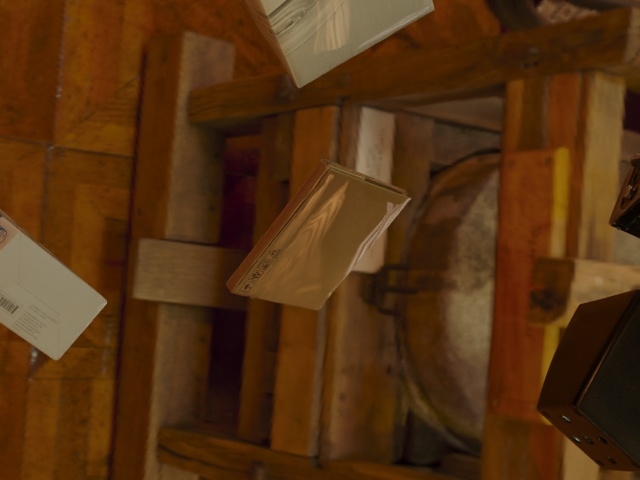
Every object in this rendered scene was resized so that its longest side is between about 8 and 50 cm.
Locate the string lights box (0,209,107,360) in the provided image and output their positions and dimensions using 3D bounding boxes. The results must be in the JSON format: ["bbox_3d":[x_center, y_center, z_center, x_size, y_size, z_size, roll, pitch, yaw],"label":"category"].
[{"bbox_3d":[-0.332,0.000,1.012,0.077,0.260,0.133,-50,140,-9],"label":"string lights box"}]

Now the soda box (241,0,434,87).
[{"bbox_3d":[-0.027,-0.210,0.515,0.098,0.091,0.286,-29,146,-2],"label":"soda box"}]

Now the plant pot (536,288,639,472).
[{"bbox_3d":[0.393,0.194,1.362,0.188,0.187,0.167,43,75,-2],"label":"plant pot"}]

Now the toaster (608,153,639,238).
[{"bbox_3d":[0.440,-0.054,1.161,0.186,0.168,0.110,24,62,-1],"label":"toaster"}]

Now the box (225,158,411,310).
[{"bbox_3d":[0.000,0.000,1.295,0.164,0.021,0.201,16,119,-48],"label":"box"}]
